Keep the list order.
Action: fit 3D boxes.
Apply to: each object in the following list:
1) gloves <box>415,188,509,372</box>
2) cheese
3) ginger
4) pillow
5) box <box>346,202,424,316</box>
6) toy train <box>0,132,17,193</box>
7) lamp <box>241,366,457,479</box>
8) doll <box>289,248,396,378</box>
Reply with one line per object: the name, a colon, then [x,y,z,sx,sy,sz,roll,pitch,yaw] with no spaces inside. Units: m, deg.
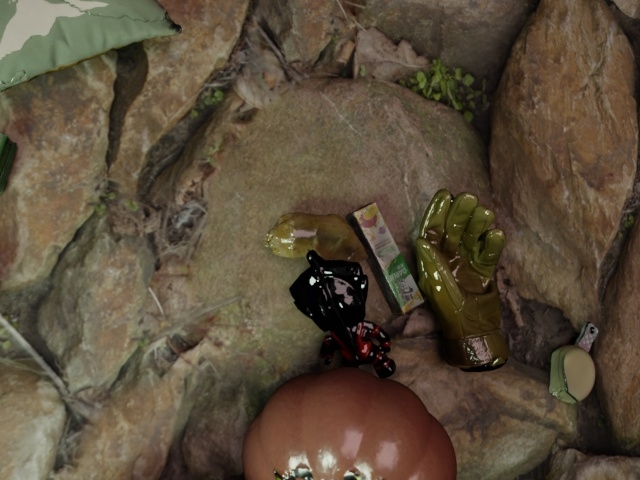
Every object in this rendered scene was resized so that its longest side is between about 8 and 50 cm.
gloves: [0.252,0.068,0.879,0.154,0.141,0.331,-12,95,5]
cheese: [0.509,0.238,0.987,0.092,0.047,0.171,21,75,-17]
ginger: [-0.001,0.001,0.838,0.190,0.069,0.095,9,110,-19]
pillow: [-0.424,-0.389,0.728,0.312,0.119,0.310,-33,89,-21]
box: [0.115,0.034,0.887,0.050,0.041,0.207,-26,90,-21]
toy train: [-0.468,-0.113,0.699,0.038,0.056,0.093,13,76,-15]
lamp: [0.043,0.317,0.708,0.306,0.239,0.305,5,110,14]
doll: [0.034,0.123,0.807,0.127,0.088,0.248,-32,103,-10]
